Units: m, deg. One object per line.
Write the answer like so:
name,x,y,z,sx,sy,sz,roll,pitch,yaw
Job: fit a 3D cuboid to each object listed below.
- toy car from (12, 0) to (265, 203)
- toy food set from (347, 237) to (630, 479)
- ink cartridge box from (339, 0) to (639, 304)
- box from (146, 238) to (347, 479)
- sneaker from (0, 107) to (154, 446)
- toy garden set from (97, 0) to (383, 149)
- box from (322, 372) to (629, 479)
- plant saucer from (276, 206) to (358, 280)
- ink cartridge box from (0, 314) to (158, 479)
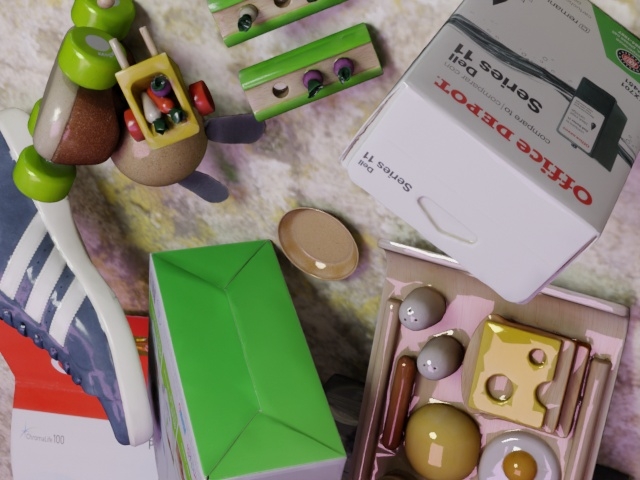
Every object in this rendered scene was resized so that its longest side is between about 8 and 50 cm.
toy car,-0.150,-0.103,0.971,0.188,0.149,0.155,20,126,-18
toy food set,0.125,0.168,0.960,0.219,0.092,0.306,15,105,20
ink cartridge box,0.129,-0.082,0.730,0.153,0.208,0.087,37,136,-1
box,-0.085,0.174,1.036,0.126,0.262,0.231,-7,135,-16
sneaker,-0.281,0.055,1.071,0.350,0.148,0.131,64,166,4
toy garden set,-0.085,-0.189,0.818,0.203,0.049,0.244,-20,119,7
box,0.122,0.359,1.154,0.318,0.097,0.395,19,124,21
plant saucer,0.000,0.000,1.021,0.083,0.015,0.083,18,134,20
ink cartridge box,-0.262,0.256,1.352,0.308,0.091,0.385,1,128,31
